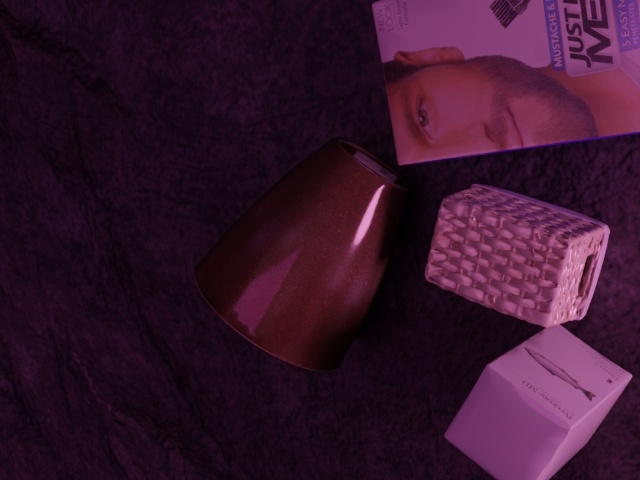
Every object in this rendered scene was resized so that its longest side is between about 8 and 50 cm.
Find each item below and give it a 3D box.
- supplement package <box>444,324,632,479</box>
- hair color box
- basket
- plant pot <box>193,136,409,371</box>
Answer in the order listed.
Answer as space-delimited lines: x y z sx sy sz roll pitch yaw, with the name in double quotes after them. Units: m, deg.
0.232 0.174 0.984 0.105 0.179 0.105 37 119 24 "supplement package"
0.230 -0.189 0.956 0.339 0.110 0.185 -5 98 39 "hair color box"
0.208 0.016 1.016 0.167 0.103 0.113 22 111 32 "basket"
0.000 0.000 1.124 0.215 0.215 0.230 41 106 23 "plant pot"
